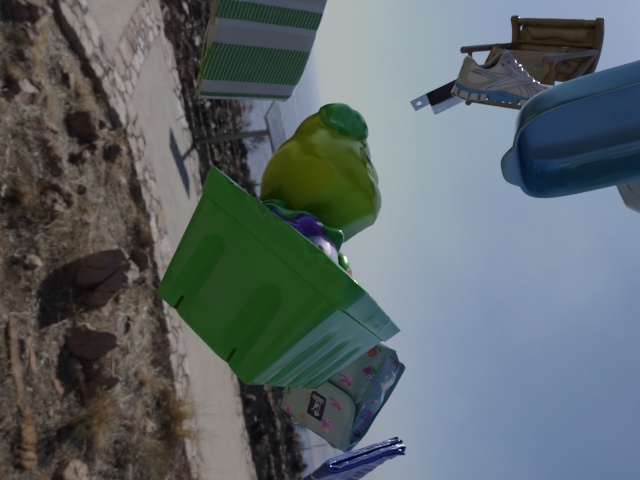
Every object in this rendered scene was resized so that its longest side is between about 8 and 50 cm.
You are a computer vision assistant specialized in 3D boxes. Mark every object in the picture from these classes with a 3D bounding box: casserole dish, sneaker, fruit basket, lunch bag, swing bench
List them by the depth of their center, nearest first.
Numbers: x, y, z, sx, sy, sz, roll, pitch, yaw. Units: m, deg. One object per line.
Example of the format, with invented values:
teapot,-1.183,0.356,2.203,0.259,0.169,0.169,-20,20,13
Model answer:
casserole dish,0.229,-0.088,0.379,0.114,0.188,0.037,50,33,-51
fruit basket,0.000,0.000,0.718,0.283,0.392,0.392,39,-18,23
sneaker,0.322,-0.270,0.852,0.071,0.190,0.083,-91,-173,-65
lunch bag,0.046,0.355,1.258,0.262,0.223,0.160,-55,143,-18
swing bench,0.550,-0.464,1.335,0.253,0.254,0.165,29,-34,46

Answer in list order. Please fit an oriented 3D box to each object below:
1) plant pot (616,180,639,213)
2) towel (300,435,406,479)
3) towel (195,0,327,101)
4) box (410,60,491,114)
plant pot,0.733,-0.160,0.975,0.247,0.247,0.252,48,16,-25
towel,0.008,0.527,1.083,0.336,0.243,0.040,-50,-127,30
towel,-0.112,-0.427,1.012,0.038,0.247,0.325,54,-43,35
box,0.319,-0.342,1.158,0.037,0.225,0.136,68,17,1
